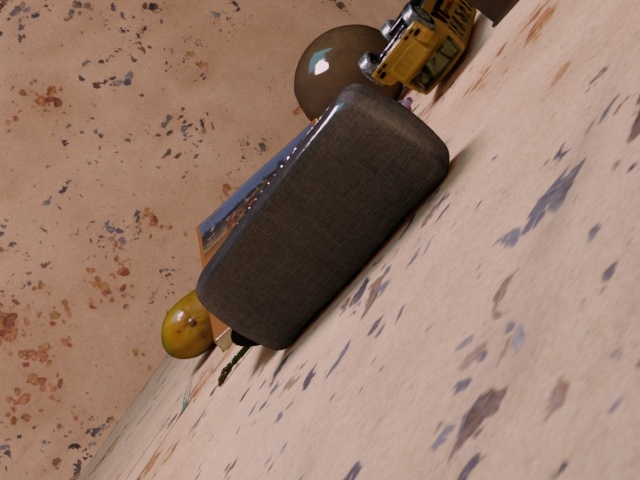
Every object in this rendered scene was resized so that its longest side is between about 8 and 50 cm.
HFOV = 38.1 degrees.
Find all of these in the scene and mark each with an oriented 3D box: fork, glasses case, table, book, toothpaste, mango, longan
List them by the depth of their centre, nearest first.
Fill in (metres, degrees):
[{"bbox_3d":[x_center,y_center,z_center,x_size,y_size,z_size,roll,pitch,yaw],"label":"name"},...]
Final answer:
[{"bbox_3d":[-0.007,-0.015,0.968,0.323,0.131,0.074,-49,9,34],"label":"glasses case"},{"bbox_3d":[0.242,-0.362,1.282,0.083,0.082,0.070,-46,10,47],"label":"table"},{"bbox_3d":[-0.065,-0.026,1.296,0.262,0.028,0.374,-43,24,9],"label":"book"},{"bbox_3d":[0.108,-0.183,1.555,0.170,0.028,0.045,-50,13,47],"label":"toothpaste"},{"bbox_3d":[-0.273,0.333,1.571,0.235,0.021,0.039,-59,4,-32],"label":"fork"},{"bbox_3d":[0.065,-0.328,1.875,0.248,0.248,0.248,-52,6,8],"label":"longan"},{"bbox_3d":[-0.244,0.161,1.940,0.156,0.114,0.251,-62,-10,25],"label":"mango"}]

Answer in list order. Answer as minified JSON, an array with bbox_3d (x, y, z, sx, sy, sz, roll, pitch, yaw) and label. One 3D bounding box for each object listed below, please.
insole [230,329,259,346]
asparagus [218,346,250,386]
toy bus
[{"bbox_3d":[0.000,0.000,1.082,0.119,0.009,0.348,8,-54,-47],"label":"insole"},{"bbox_3d":[-0.104,0.149,1.334,0.163,0.016,0.016,-51,25,15],"label":"asparagus"},{"bbox_3d":[0.162,-0.316,1.434,0.121,0.123,0.335,-48,8,28],"label":"toy bus"}]
